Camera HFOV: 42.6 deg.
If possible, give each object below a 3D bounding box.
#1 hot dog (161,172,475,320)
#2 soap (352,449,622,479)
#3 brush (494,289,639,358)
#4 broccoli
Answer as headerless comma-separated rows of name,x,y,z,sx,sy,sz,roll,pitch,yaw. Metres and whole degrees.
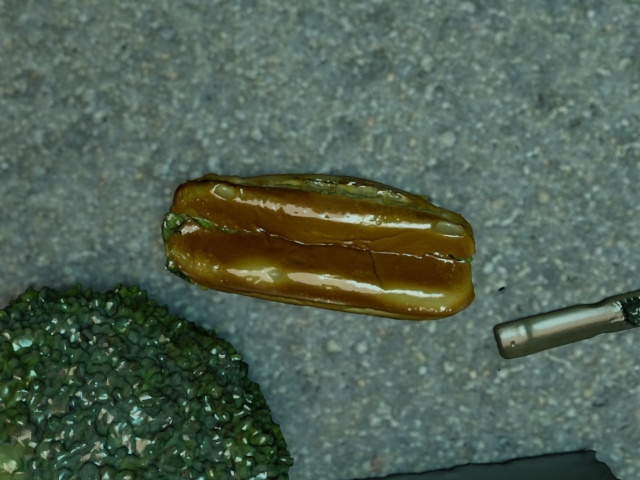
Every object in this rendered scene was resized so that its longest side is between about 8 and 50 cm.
hot dog,0.000,0.000,0.689,0.269,0.072,0.115,11,98,0
soap,0.182,0.418,0.676,0.351,0.213,0.434,-11,98,4
brush,0.250,0.070,0.720,0.191,0.027,0.034,-14,95,3
broccoli,-0.169,0.168,0.643,0.260,0.235,0.288,-29,60,3
